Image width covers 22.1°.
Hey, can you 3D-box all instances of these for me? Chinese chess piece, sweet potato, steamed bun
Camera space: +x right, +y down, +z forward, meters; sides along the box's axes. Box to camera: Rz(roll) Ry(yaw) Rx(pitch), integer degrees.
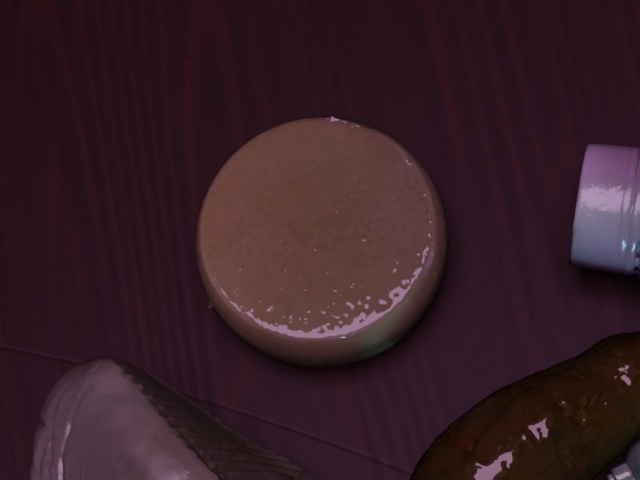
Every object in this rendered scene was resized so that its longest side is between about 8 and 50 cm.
[{"bbox_3d":[0.000,0.000,1.718,0.273,0.102,0.273,-2,71,7],"label":"Chinese chess piece"},{"bbox_3d":[0.253,0.173,1.605,0.422,0.130,0.130,-31,69,-3],"label":"sweet potato"},{"bbox_3d":[-0.125,0.299,1.562,0.383,0.247,0.236,36,91,13],"label":"steamed bun"}]

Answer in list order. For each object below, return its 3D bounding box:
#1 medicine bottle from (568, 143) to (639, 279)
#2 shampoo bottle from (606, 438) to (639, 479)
[{"bbox_3d":[0.383,-0.018,1.635,0.254,0.152,0.152,10,73,11],"label":"medicine bottle"},{"bbox_3d":[0.348,0.211,1.613,0.195,0.056,0.056,-24,69,0],"label":"shampoo bottle"}]
